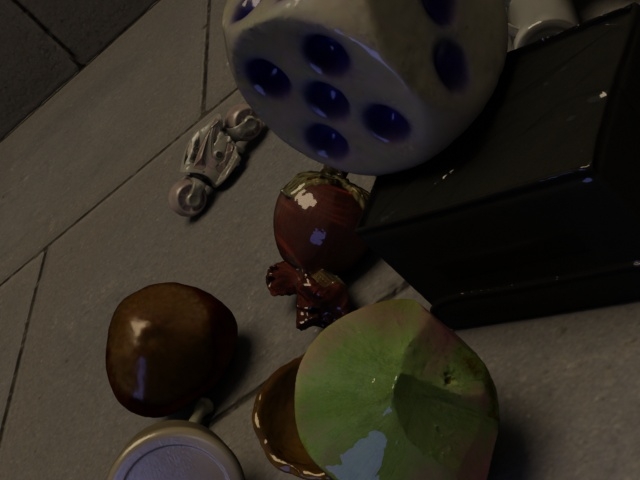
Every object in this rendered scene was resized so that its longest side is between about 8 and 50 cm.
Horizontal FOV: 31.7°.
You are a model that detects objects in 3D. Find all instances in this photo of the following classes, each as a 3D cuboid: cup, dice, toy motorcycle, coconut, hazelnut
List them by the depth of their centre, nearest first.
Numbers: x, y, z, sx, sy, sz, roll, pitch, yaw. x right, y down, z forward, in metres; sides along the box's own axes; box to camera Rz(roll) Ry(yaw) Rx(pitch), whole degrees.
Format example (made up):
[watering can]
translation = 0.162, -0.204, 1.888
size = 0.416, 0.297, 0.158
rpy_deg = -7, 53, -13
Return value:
[coconut]
translation = 0.078, 0.171, 1.143
size = 0.204, 0.236, 0.236
rpy_deg = 4, 43, 6
[dice]
translation = 0.051, -0.243, 1.290
size = 0.243, 0.251, 0.259
rpy_deg = -13, 42, 46
[cup]
translation = 0.299, -0.298, 1.598
size = 0.136, 0.099, 0.133
rpy_deg = -6, 39, 6
[hazelnut]
translation = -0.229, 0.156, 1.666
size = 0.210, 0.186, 0.210
rpy_deg = -35, 27, 21
[toy motorcycle]
translation = -0.209, -0.162, 2.143
size = 0.254, 0.112, 0.112
rpy_deg = -54, 28, -11

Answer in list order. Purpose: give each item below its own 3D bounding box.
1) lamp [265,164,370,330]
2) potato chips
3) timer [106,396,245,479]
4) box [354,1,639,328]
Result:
[lamp]
translation = 0.012, -0.002, 1.609
size = 0.215, 0.151, 0.223
rpy_deg = -139, 49, -68
[potato chips]
translation = 0.025, 0.204, 1.351
size = 0.195, 0.062, 0.208
rpy_deg = 11, 53, 23
[timer]
translation = -0.195, 0.297, 1.514
size = 0.175, 0.175, 0.266
rpy_deg = -47, 11, 1
[box]
translation = 0.247, -0.071, 1.280
size = 0.345, 0.204, 0.251
rpy_deg = -16, 40, 45
